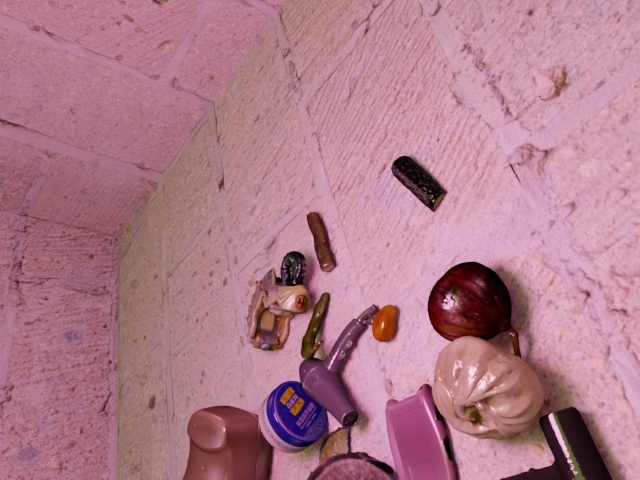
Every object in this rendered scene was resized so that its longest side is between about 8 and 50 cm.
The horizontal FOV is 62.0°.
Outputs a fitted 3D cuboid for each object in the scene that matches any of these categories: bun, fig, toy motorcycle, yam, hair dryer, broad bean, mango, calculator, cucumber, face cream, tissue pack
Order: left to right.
[{"bbox_3d":[-0.318,0.783,1.854,0.267,0.277,0.387,-4,75,44],"label":"tissue pack"},{"bbox_3d":[-0.156,0.235,1.936,0.410,0.168,0.237,-54,35,32],"label":"toy motorcycle"},{"bbox_3d":[-0.091,0.560,1.687,0.111,0.206,0.206,-47,44,32],"label":"face cream"},{"bbox_3d":[-0.016,0.294,1.747,0.144,0.049,0.292,-58,9,28],"label":"broad bean"},{"bbox_3d":[0.000,0.000,1.908,0.061,0.061,0.253,-45,44,32],"label":"yam"},{"bbox_3d":[0.082,0.356,1.630,0.361,0.121,0.301,-61,31,4],"label":"hair dryer"},{"bbox_3d":[0.190,0.243,1.569,0.080,0.060,0.114,28,101,67],"label":"mango"},{"bbox_3d":[0.289,-0.175,1.597,0.078,0.062,0.211,-56,40,21],"label":"cucumber"},{"bbox_3d":[0.256,0.538,1.387,0.194,0.043,0.294,-38,51,37],"label":"calculator"},{"bbox_3d":[0.351,0.335,1.175,0.259,0.160,0.259,20,121,37],"label":"bun"},{"bbox_3d":[0.382,0.165,1.262,0.249,0.186,0.204,28,81,45],"label":"fig"},{"bbox_3d":[0.469,0.483,1.108,0.251,0.089,0.197,-47,44,40],"label":"hair dryer"}]

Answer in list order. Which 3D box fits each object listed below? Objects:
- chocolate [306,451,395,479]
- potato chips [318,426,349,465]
[{"bbox_3d":[0.060,0.734,1.401,0.213,0.303,0.303,124,143,-48],"label":"chocolate"},{"bbox_3d":[0.062,0.681,1.600,0.202,0.029,0.220,-56,38,23],"label":"potato chips"}]
